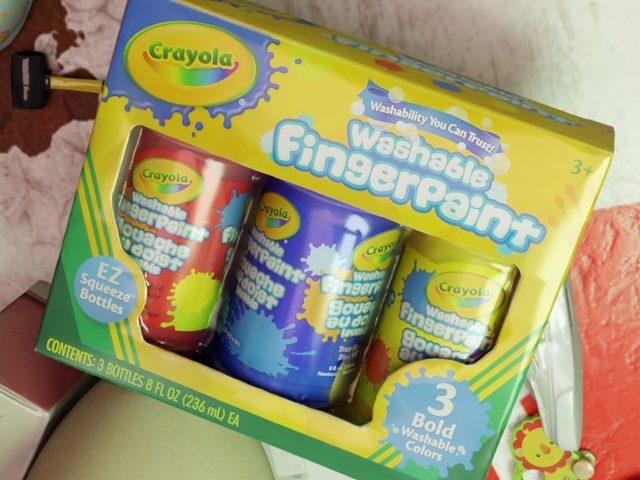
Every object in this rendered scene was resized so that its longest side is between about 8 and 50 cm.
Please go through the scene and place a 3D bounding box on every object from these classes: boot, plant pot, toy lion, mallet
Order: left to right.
[{"bbox_3d":[-0.241,-0.156,1.372,0.190,0.039,0.062,12,110,2],"label":"mallet"},{"bbox_3d":[-0.166,0.239,1.295,0.284,0.284,0.191,7,90,8],"label":"plant pot"},{"bbox_3d":[0.207,0.100,1.358,0.123,0.095,0.258,-5,100,18],"label":"boot"},{"bbox_3d":[0.250,0.244,1.427,0.096,0.034,0.100,36,112,4],"label":"toy lion"}]

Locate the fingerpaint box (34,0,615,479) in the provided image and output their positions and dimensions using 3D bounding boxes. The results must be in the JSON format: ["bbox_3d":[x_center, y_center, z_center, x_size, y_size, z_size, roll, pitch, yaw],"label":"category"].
[{"bbox_3d":[0.000,0.000,1.198,0.445,0.163,0.371,21,107,7],"label":"fingerpaint box"}]

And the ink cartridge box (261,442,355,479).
[{"bbox_3d":[0.022,0.195,1.401,0.207,0.117,0.283,-8,108,14],"label":"ink cartridge box"}]

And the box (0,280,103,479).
[{"bbox_3d":[-0.325,0.166,1.391,0.127,0.232,0.148,28,112,3],"label":"box"}]

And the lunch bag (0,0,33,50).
[{"bbox_3d":[-0.383,-0.266,1.256,0.160,0.223,0.262,31,114,5],"label":"lunch bag"}]
